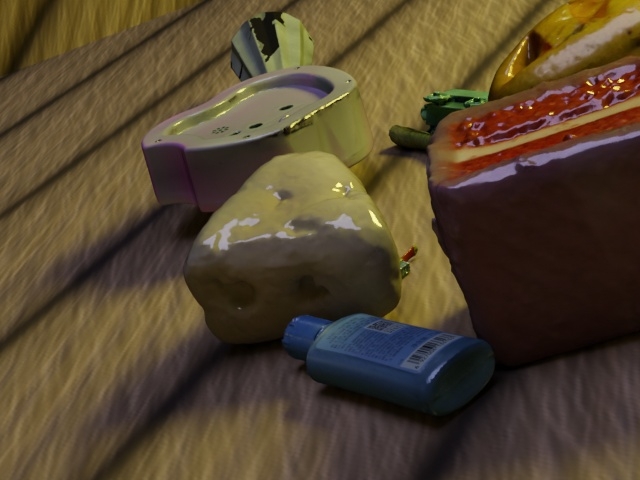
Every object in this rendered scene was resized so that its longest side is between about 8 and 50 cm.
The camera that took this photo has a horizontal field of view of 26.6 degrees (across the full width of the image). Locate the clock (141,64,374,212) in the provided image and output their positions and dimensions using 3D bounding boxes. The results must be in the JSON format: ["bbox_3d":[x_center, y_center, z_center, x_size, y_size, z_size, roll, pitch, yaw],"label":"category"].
[{"bbox_3d":[-0.092,-0.157,2.010,0.339,0.102,0.338,-14,22,6],"label":"clock"}]

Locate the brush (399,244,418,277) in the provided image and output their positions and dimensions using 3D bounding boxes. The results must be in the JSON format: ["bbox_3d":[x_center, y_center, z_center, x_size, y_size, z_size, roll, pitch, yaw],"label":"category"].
[{"bbox_3d":[0.103,0.030,1.673,0.021,0.018,0.083,11,34,33],"label":"brush"}]

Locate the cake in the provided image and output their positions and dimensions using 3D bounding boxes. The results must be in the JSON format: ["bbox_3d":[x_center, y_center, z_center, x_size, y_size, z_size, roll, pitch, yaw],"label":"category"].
[{"bbox_3d":[0.275,-0.035,1.416,0.309,0.230,0.237,-15,20,8],"label":"cake"}]

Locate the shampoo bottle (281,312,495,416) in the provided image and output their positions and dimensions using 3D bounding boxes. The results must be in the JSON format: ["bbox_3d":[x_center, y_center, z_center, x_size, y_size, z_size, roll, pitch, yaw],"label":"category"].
[{"bbox_3d":[0.059,0.122,1.430,0.104,0.061,0.258,-33,27,-32],"label":"shampoo bottle"}]

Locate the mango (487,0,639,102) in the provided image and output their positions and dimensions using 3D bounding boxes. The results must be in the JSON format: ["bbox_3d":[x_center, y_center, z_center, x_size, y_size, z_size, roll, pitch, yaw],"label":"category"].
[{"bbox_3d":[0.402,-0.246,1.920,0.365,0.182,0.253,-32,26,-6],"label":"mango"}]

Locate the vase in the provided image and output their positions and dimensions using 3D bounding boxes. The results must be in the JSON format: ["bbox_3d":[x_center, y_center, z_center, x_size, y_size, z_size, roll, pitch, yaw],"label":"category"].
[{"bbox_3d":[-0.077,-0.298,2.431,0.165,0.165,0.360,-17,25,1],"label":"vase"}]

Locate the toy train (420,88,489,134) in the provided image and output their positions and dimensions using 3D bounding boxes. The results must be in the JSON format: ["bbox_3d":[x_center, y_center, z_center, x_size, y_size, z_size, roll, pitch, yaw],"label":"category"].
[{"bbox_3d":[0.228,-0.194,2.055,0.099,0.070,0.172,-19,20,-33],"label":"toy train"}]

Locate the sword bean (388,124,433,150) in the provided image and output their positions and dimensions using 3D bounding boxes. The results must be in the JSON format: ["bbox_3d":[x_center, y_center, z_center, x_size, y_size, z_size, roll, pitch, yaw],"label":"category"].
[{"bbox_3d":[0.179,-0.138,1.997,0.043,0.038,0.269,0,12,-28],"label":"sword bean"}]

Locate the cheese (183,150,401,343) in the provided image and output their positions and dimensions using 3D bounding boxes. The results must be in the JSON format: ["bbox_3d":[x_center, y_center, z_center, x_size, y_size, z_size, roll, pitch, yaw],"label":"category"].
[{"bbox_3d":[0.001,0.001,1.613,0.251,0.173,0.248,-7,33,28],"label":"cheese"}]
